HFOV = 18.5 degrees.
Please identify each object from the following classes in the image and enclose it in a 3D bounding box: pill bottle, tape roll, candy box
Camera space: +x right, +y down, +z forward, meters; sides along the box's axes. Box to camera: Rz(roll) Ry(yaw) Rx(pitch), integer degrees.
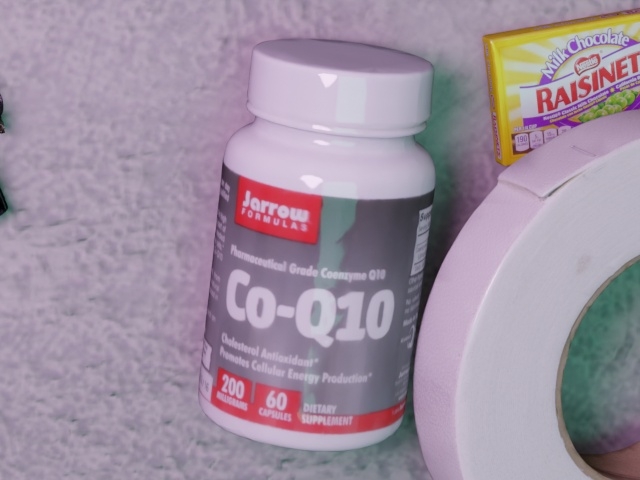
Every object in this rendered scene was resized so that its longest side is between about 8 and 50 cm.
[{"bbox_3d":[0.000,0.000,1.469,0.161,0.161,0.283,3,105,-13],"label":"pill bottle"},{"bbox_3d":[0.252,0.089,1.546,0.392,0.072,0.392,-9,110,-26],"label":"tape roll"},{"bbox_3d":[0.234,-0.128,1.554,0.206,0.027,0.105,-11,105,-9],"label":"candy box"}]

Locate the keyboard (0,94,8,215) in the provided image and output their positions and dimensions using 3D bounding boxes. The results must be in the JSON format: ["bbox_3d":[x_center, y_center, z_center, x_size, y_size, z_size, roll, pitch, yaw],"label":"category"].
[{"bbox_3d":[-0.280,-0.101,1.456,0.100,0.038,0.192,-13,111,16],"label":"keyboard"}]
